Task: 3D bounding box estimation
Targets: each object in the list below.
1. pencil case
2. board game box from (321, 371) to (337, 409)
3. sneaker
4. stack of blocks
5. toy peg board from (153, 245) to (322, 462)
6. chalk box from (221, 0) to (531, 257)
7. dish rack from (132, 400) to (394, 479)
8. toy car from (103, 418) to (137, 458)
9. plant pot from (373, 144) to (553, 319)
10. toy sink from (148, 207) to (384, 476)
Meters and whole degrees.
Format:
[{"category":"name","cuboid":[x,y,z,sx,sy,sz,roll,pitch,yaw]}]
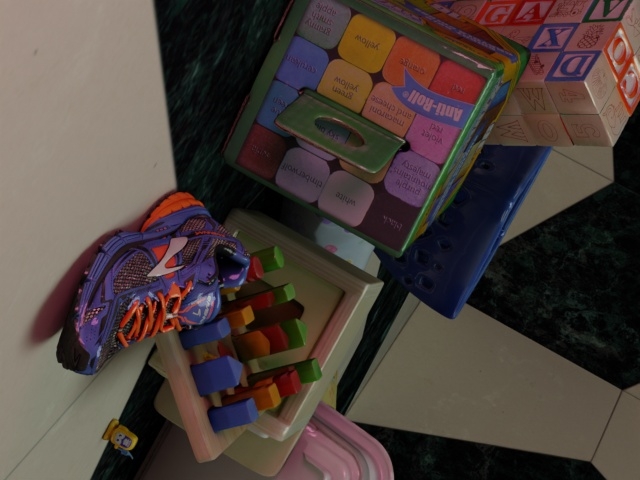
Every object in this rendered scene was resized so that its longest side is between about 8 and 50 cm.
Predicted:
[{"category":"pencil case","cuboid":[0.000,0.000,1.479,0.273,0.113,0.124,110,-28,-48]},{"category":"board game box","cuboid":[-0.025,0.189,1.641,0.243,0.042,0.165,-86,160,-49]},{"category":"sneaker","cuboid":[-0.117,0.034,1.013,0.221,0.087,0.083,-49,165,-54]},{"category":"stack of blocks","cuboid":[0.185,-0.185,1.395,0.171,0.297,0.087,-56,131,-28]},{"category":"toy peg board","cuboid":[-0.069,0.082,1.175,0.079,0.161,0.160,-17,-175,18]},{"category":"chalk box","cuboid":[0.047,-0.115,1.175,0.179,0.180,0.289,-63,172,16]},{"category":"dish rack","cuboid":[-0.103,0.303,1.460,0.072,0.285,0.333,24,96,-55]},{"category":"toy car","cuboid":[-0.207,0.224,1.258,0.122,0.040,0.060,-59,171,-8]},{"category":"plant pot","cuboid":[0.170,-0.073,1.908,0.236,0.212,0.236,-50,166,-48]},{"category":"toy sink","cuboid":[-0.065,0.106,1.336,0.234,0.153,0.131,-60,171,5]}]
